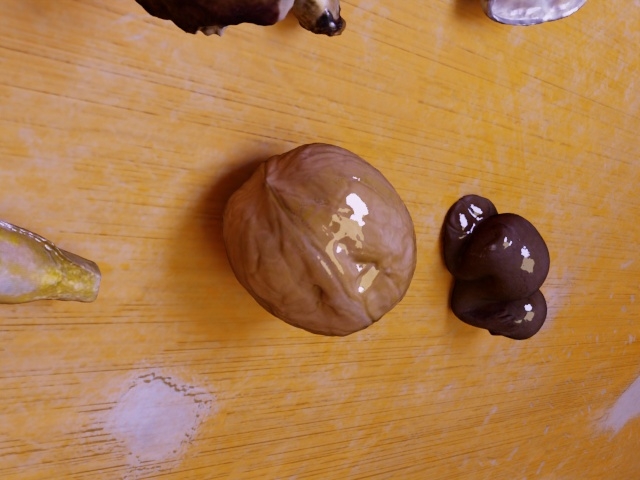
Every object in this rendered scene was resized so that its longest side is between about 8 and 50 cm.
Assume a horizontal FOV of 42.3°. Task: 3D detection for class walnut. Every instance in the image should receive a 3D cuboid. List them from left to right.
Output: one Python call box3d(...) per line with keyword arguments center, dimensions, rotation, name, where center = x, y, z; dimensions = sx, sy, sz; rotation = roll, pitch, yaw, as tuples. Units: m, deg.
box3d(center=(0.000, 0.000, 0.881), dimensions=(0.193, 0.193, 0.225), rotation=(-53, 131, -3), name="walnut")

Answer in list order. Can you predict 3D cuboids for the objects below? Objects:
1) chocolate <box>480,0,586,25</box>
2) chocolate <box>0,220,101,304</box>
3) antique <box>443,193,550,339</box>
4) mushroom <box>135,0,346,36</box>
box3d(center=(0.250, -0.381, 0.939), dimensions=(0.156, 0.080, 0.254), rotation=(-13, 125, -21), name="chocolate")
box3d(center=(-0.280, 0.018, 0.696), dimensions=(0.219, 0.085, 0.086), rotation=(21, 101, -54), name="chocolate")
box3d(center=(0.272, 0.055, 1.219), dimensions=(0.121, 0.143, 0.257), rotation=(-39, 140, -21), name="antique")
box3d(center=(-0.083, -0.264, 0.662), dimensions=(0.207, 0.233, 0.301), rotation=(-31, 179, -13), name="mushroom")
